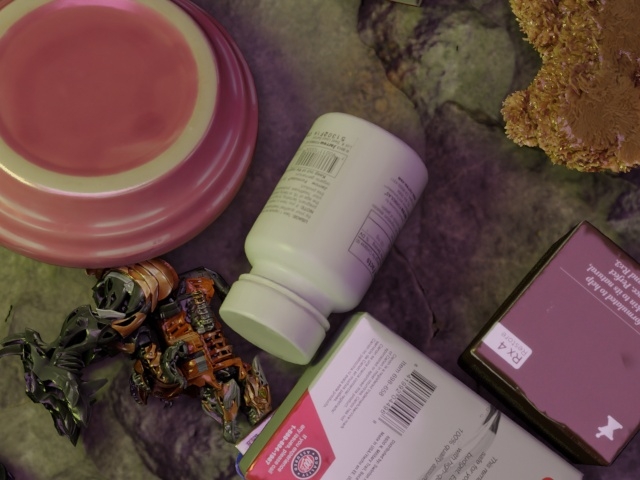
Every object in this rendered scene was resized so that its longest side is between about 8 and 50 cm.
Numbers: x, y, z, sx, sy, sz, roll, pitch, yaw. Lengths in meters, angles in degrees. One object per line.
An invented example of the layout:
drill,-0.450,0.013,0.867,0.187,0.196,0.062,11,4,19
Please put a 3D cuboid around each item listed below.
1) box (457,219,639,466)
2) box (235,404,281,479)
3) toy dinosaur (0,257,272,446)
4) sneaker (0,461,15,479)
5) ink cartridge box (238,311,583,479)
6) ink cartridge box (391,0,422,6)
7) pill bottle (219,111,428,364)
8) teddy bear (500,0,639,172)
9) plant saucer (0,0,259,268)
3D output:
box,0.251,0.104,1.642,0.168,0.203,0.167,41,85,4
box,-0.021,0.204,1.721,0.136,0.028,0.081,-42,85,-6
toy dinosaur,-0.199,0.087,1.702,0.322,0.164,0.218,39,70,23
sneaker,-0.379,0.232,1.702,0.124,0.107,0.283,-19,82,-22
ink cartridge box,0.087,0.226,1.656,0.273,0.114,0.197,37,85,-4
ink cartridge box,0.049,-0.382,1.753,0.172,0.100,0.237,13,84,2
pill bottle,0.000,0.000,1.675,0.131,0.131,0.229,29,73,4
teddy bear,0.305,-0.220,1.741,0.245,0.113,0.338,3,76,-6
plant saucer,-0.226,-0.136,1.686,0.332,0.084,0.332,2,63,-4
